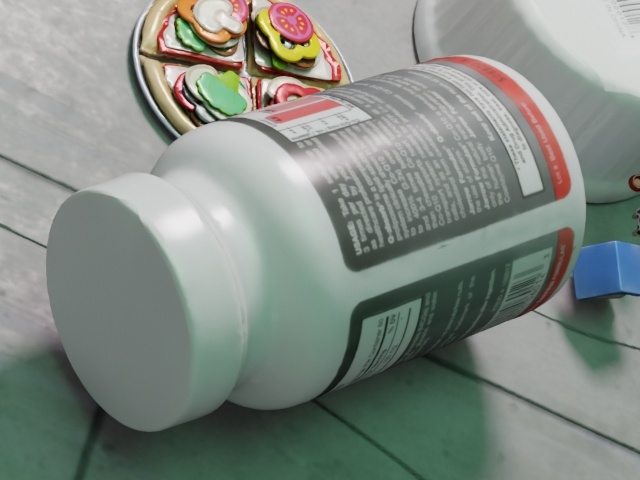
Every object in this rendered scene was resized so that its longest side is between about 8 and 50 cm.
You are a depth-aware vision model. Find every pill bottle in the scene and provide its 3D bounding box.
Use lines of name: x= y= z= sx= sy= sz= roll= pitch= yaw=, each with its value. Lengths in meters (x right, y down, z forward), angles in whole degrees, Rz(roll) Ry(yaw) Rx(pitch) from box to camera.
pill bottle: x=0.000 y=0.000 z=1.424 sx=0.363 sy=0.210 sz=0.210 roll=-18 pitch=70 yaw=-37

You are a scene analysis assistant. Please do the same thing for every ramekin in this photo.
ramekin: x=0.233 y=-0.183 z=1.728 sx=0.277 sy=0.135 sz=0.277 roll=14 pitch=54 yaw=-20

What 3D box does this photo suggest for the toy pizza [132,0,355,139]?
toy pizza: x=-0.055 y=-0.138 z=1.602 sx=0.201 sy=0.032 sz=0.201 roll=15 pitch=54 yaw=-21

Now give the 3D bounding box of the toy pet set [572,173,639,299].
toy pet set: x=0.225 y=-0.007 z=1.633 sx=0.122 sy=0.065 sz=0.114 roll=-3 pitch=78 yaw=-8
